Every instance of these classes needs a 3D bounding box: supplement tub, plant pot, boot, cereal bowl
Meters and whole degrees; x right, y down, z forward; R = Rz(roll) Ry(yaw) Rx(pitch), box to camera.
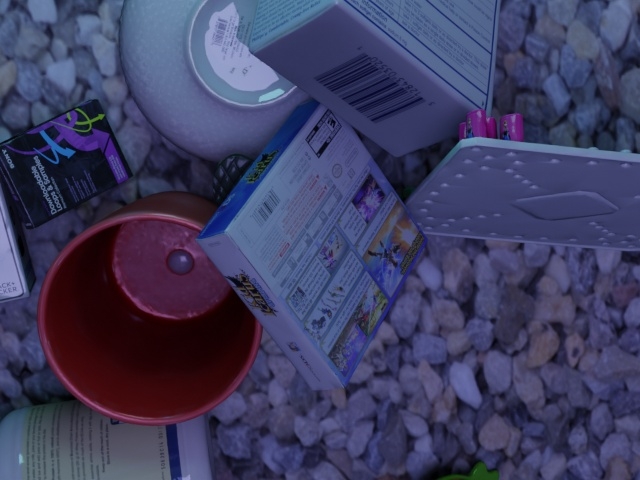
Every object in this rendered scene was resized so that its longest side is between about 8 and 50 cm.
[{"bbox_3d":[-0.305,0.329,1.429,0.324,0.235,0.235,-8,104,-6],"label":"supplement tub"},{"bbox_3d":[-0.198,0.061,1.361,0.274,0.243,0.275,0,108,1],"label":"plant pot"},{"bbox_3d":[-0.057,-0.047,1.402,0.083,0.161,0.246,-41,120,12],"label":"boot"},{"bbox_3d":[-0.093,-0.254,1.368,0.338,0.141,0.339,-2,104,-8],"label":"cereal bowl"}]

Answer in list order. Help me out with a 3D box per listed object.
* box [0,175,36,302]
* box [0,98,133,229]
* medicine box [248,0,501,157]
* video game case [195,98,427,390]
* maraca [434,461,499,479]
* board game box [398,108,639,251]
[{"bbox_3d":[-0.490,-0.055,1.388,0.169,0.087,0.290,-13,105,-4],"label":"box"},{"bbox_3d":[-0.336,-0.101,1.386,0.162,0.029,0.116,-34,109,-32],"label":"box"},{"bbox_3d":[0.077,-0.295,1.265,0.263,0.149,0.289,31,55,-35],"label":"medicine box"},{"bbox_3d":[0.000,0.000,1.282,0.061,0.269,0.244,-14,121,42],"label":"video game case"},{"bbox_3d":[0.202,0.406,1.591,0.185,0.099,0.127,-22,109,-29],"label":"maraca"},{"bbox_3d":[0.313,-0.065,1.356,0.390,0.390,0.050,5,77,-9],"label":"board game box"}]
